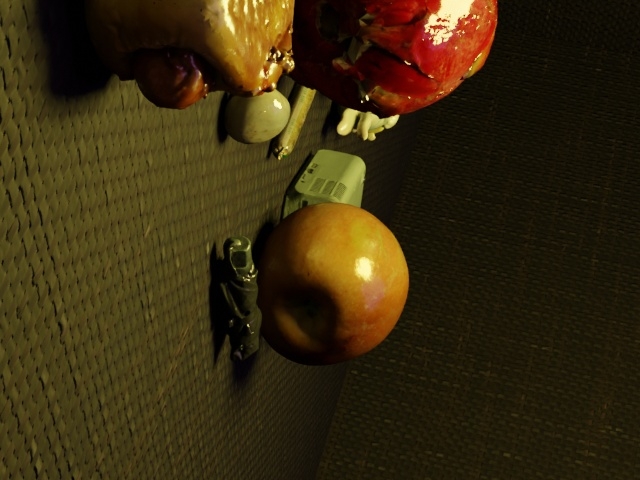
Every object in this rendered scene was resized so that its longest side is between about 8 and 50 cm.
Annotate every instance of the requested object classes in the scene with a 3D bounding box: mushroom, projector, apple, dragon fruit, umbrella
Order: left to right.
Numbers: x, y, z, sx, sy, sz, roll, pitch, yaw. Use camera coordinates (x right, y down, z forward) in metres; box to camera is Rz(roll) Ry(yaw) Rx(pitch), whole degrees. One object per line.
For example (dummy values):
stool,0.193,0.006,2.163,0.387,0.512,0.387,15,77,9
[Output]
umbrella,-0.110,0.072,1.710,0.236,0.059,0.066,89,-8,-51
mushroom,-0.082,-0.160,1.539,0.079,0.085,0.085,60,-16,30
projector,0.000,0.000,2.147,0.198,0.108,0.251,-60,161,-62
apple,0.008,0.070,1.924,0.253,0.253,0.254,13,90,-82
dragon fruit,0.083,-0.309,1.672,0.301,0.295,0.296,-25,132,-47

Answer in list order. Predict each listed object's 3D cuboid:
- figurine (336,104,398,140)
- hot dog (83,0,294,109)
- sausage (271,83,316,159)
figurine,0.085,-0.250,2.325,0.155,0.127,0.236,117,-5,-61
hot dog,-0.099,-0.197,1.083,0.257,0.150,0.153,-66,157,-55
sausage,-0.027,-0.213,1.907,0.033,0.032,0.269,93,12,-49
